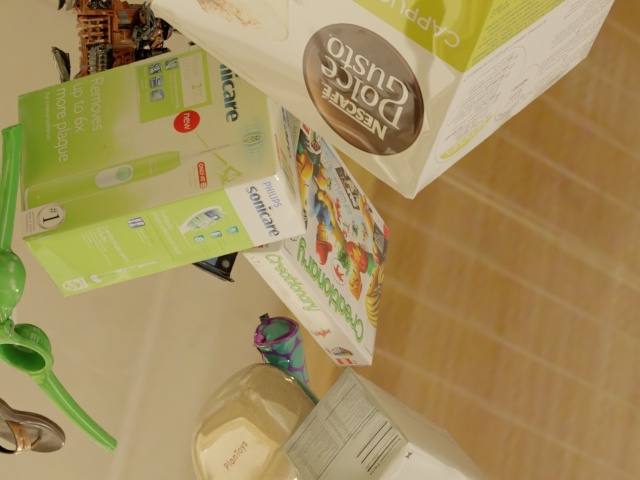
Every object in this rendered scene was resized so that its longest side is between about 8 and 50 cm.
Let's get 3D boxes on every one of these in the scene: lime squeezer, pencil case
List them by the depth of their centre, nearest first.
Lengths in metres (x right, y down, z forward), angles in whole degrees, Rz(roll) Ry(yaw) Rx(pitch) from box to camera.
[{"bbox_3d":[-0.259,0.063,1.495,0.058,0.310,0.110,-12,-167,16],"label":"lime squeezer"},{"bbox_3d":[-0.054,0.177,2.420,0.064,0.070,0.152,-117,-167,-50],"label":"pencil case"}]

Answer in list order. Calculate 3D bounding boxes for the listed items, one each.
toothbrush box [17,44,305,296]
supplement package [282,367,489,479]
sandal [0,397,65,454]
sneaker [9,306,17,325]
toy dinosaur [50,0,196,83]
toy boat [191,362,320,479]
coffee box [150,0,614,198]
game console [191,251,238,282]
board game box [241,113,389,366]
[{"bbox_3d":[-0.175,-0.084,1.858,0.283,0.122,0.206,-13,-125,8],"label":"toothbrush box"},{"bbox_3d":[0.093,0.304,2.205,0.149,0.194,0.203,-52,-149,6],"label":"supplement package"},{"bbox_3d":[-0.460,0.280,2.515,0.090,0.219,0.060,-13,-119,22],"label":"sandal"},{"bbox_3d":[-0.502,0.068,2.188,0.127,0.319,0.208,-3,-147,20],"label":"sneaker"},{"bbox_3d":[-0.200,-0.196,2.043,0.218,0.322,0.164,-28,-142,-20],"label":"toy dinosaur"},{"bbox_3d":[-0.036,0.324,2.401,0.148,0.318,0.267,-35,172,-47],"label":"toy boat"},{"bbox_3d":[0.093,-0.311,1.625,0.338,0.337,0.334,-39,159,-40],"label":"coffee box"},{"bbox_3d":[-0.174,0.007,2.487,0.071,0.122,0.107,-47,-160,55],"label":"game console"},{"bbox_3d":[0.000,0.000,2.024,0.053,0.305,0.193,-3,-119,22],"label":"board game box"}]
